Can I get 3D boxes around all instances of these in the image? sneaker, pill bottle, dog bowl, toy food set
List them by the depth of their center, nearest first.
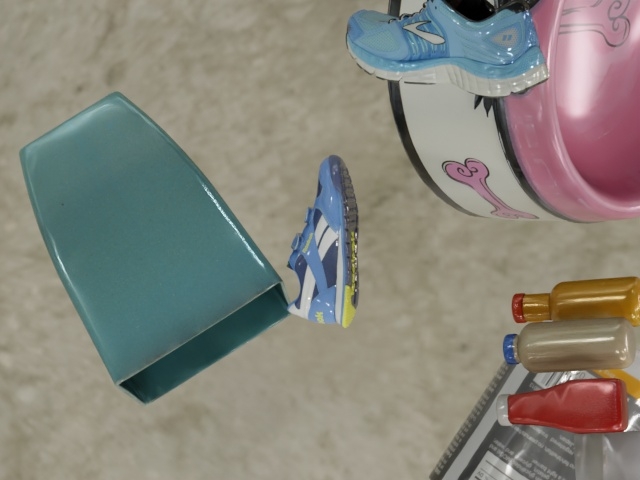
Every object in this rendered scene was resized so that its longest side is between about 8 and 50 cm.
[{"bbox_3d":[0.085,-0.145,1.136,0.063,0.162,0.073,-27,120,-43],"label":"sneaker"},{"bbox_3d":[0.194,0.143,1.288,0.104,0.111,0.232,-5,82,24],"label":"toy food set"},{"bbox_3d":[0.000,0.000,1.402,0.059,0.053,0.144,1,87,17],"label":"sneaker"},{"bbox_3d":[0.190,0.206,1.470,0.162,0.162,0.278,32,92,-12],"label":"pill bottle"},{"bbox_3d":[0.248,-0.199,1.502,0.408,0.150,0.408,-20,119,-41],"label":"dog bowl"}]

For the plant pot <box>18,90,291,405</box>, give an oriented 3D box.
[{"bbox_3d":[-0.159,-0.001,1.503,0.165,0.166,0.234,-32,79,-4],"label":"plant pot"}]
